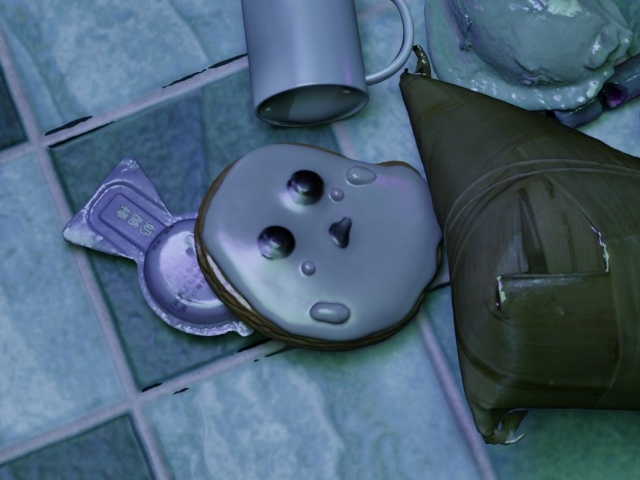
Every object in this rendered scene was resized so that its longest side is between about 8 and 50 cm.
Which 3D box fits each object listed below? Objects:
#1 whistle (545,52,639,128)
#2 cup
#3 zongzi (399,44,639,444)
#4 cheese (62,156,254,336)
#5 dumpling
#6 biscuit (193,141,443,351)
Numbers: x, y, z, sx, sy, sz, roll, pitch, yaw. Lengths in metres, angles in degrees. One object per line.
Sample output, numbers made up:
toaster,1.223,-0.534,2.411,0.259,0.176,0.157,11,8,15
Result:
whistle,0.273,-0.143,1.693,0.176,0.033,0.033,-29,73,-4
cup,0.001,-0.173,1.698,0.136,0.099,0.133,0,70,-26
zongzi,0.296,-0.006,1.612,0.447,0.181,0.418,5,38,-17
cheese,-0.120,0.012,1.674,0.191,0.042,0.105,37,78,14
dumpling,0.158,-0.198,1.681,0.149,0.105,0.216,-38,74,-7
biscuit,0.000,0.000,1.639,0.208,0.049,0.181,15,66,-5
